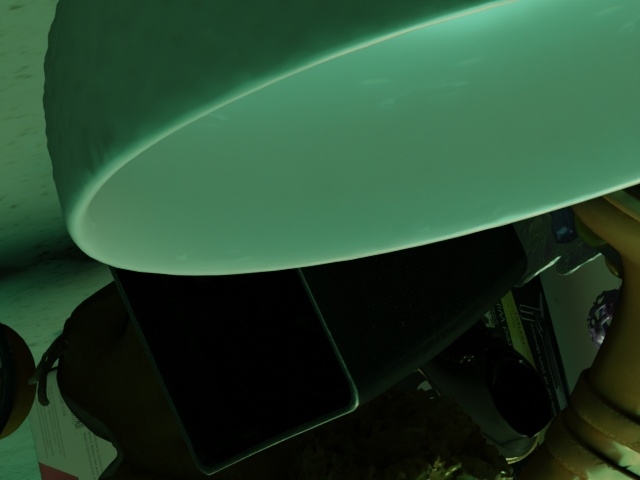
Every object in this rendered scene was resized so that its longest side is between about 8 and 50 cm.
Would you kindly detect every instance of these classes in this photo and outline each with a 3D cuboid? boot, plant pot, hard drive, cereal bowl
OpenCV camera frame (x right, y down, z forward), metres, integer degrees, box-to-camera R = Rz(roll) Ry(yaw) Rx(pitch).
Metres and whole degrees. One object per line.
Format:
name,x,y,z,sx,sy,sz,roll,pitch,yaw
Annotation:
boot,0.093,0.061,1.359,0.077,0.198,0.137,-41,173,-10
boot,0.182,0.066,1.120,0.283,0.109,0.220,25,122,-40
plant pot,0.000,0.000,1.110,0.167,0.188,0.187,-22,175,-34
hard drive,0.231,0.075,1.655,0.040,0.203,0.307,-12,169,-13
cereal bowl,0.056,-0.102,0.733,0.339,0.141,0.339,-14,169,-3

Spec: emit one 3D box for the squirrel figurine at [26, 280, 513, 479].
squirrel figurine,-0.033,0.191,1.299,0.397,0.370,0.281,0,167,26

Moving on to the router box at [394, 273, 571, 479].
router box,0.131,0.134,1.551,0.081,0.309,0.243,-18,167,21

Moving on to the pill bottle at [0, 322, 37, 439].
pill bottle,-0.284,0.090,1.270,0.130,0.130,0.245,-19,167,22

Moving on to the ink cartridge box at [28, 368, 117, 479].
ink cartridge box,-0.145,0.172,1.773,0.218,0.158,0.092,-20,166,28

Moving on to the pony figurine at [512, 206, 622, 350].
pony figurine,0.271,-0.001,1.289,0.351,0.303,0.363,-26,151,14
